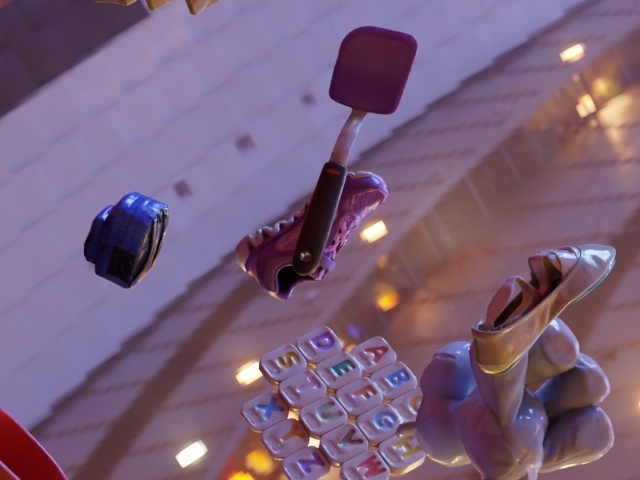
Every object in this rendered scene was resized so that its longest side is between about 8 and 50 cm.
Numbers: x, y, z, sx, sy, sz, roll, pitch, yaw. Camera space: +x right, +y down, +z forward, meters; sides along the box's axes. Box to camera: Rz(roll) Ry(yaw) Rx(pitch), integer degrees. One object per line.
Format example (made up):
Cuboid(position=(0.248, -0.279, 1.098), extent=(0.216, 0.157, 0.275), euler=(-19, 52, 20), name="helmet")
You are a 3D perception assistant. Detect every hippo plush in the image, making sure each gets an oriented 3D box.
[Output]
Cuboid(position=(0.253, 0.252, 2.177), extent=(0.236, 0.234, 0.294), euler=(-10, -108, 62), name="hippo plush")

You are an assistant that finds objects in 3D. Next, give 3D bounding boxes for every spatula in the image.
Cuboid(position=(0.024, -0.097, 1.661), extent=(0.084, 0.030, 0.296), euler=(15, -112, 11), name="spatula")

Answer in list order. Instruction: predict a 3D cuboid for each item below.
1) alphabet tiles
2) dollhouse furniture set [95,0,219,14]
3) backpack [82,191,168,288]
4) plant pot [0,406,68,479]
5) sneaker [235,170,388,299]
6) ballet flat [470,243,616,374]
Cuboid(position=(0.031, 0.260, 2.414), extent=(0.278, 0.021, 0.284), euler=(-24, -122, -26), name="alphabet tiles")
Cuboid(position=(-0.149, -0.315, 1.549), extent=(0.129, 0.129, 0.184), euler=(-36, -149, -28), name="dollhouse furniture set")
Cuboid(position=(-0.274, -0.008, 2.205), extent=(0.098, 0.101, 0.120), euler=(-66, 180, -64), name="backpack")
Cuboid(position=(-0.539, 0.391, 2.332), extent=(0.243, 0.275, 0.275), euler=(-45, -160, 1), name="plant pot")
Cuboid(position=(0.000, 0.000, 2.144), extent=(0.236, 0.095, 0.104), euler=(-35, -129, 10), name="sneaker")
Cuboid(position=(0.269, 0.062, 1.910), extent=(0.248, 0.086, 0.086), euler=(-43, -157, -27), name="ballet flat")
